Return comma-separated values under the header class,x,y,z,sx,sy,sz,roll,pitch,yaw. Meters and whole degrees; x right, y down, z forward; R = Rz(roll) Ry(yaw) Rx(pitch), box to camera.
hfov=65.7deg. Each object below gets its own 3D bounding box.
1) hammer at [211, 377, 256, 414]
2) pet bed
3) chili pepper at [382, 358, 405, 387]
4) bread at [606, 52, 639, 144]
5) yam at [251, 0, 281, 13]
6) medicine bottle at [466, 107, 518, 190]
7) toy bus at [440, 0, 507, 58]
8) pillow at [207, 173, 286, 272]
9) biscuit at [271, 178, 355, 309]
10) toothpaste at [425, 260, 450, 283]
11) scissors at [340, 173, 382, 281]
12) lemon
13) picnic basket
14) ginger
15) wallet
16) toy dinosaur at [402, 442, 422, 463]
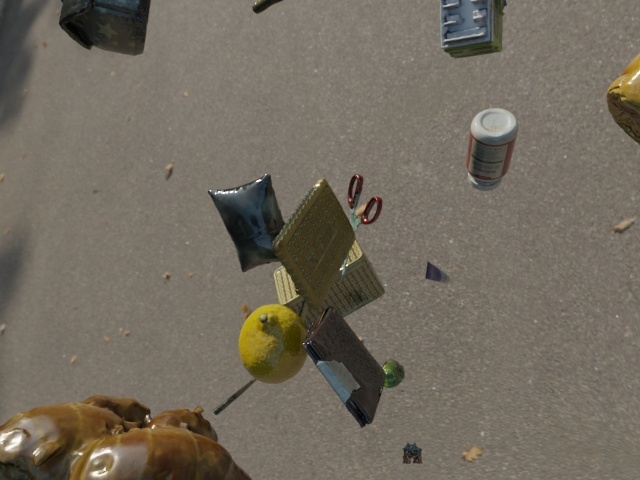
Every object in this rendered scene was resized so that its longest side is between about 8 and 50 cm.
class,x,y,z,sx,sy,sz,roll,pitch,yaw
hammer,-0.276,0.517,1.700,0.297,0.125,0.027,-43,69,19
pet bed,-0.406,-0.486,0.942,0.183,0.159,0.211,168,107,-67
chili pepper,0.211,0.386,1.460,0.073,0.204,0.072,-9,82,10
bread,0.558,-0.259,0.695,0.294,0.132,0.167,-43,79,0
yam,-0.039,-0.485,0.932,0.234,0.027,0.029,-12,69,36
medicine bottle,0.507,-0.266,1.484,0.131,0.250,0.131,-5,56,7
toy bus,0.263,-0.487,0.869,0.113,0.139,0.302,3,105,32
pillow,-0.171,-0.041,1.297,0.186,0.250,0.106,-15,21,18
biscuit,0.000,0.000,1.013,0.029,0.172,0.254,-13,30,33
toothpaste,0.158,0.047,0.676,0.015,0.083,0.024,4,79,32
scissors,0.072,-0.023,1.175,0.144,0.017,0.248,59,138,47
lemon,-0.118,0.263,1.263,0.187,0.244,0.187,-1,39,0
picnic basket,0.012,0.128,1.570,0.313,0.175,0.228,-31,28,6
ginger,-0.267,0.323,0.707,0.357,0.274,0.152,14,84,5
wallet,0.058,0.273,1.128,0.071,0.262,0.221,-34,91,14
toy dinosaur,0.251,0.581,1.351,0.049,0.154,0.055,5,63,-4
